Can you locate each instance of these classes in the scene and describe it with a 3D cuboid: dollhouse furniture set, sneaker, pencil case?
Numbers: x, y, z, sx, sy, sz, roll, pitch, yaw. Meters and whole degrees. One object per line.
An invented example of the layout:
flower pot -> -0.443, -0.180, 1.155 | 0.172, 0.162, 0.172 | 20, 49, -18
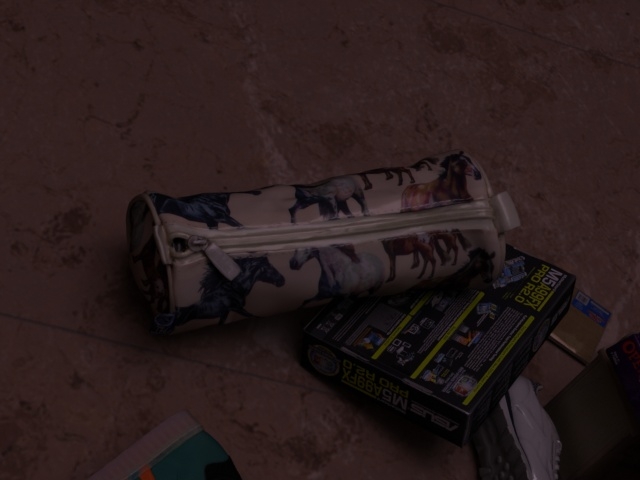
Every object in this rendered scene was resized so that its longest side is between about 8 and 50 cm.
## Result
dollhouse furniture set -> 0.402, 0.201, 1.816 | 0.242, 0.161, 0.212 | -3, 59, -28
sneaker -> 0.234, 0.253, 1.753 | 0.095, 0.090, 0.235 | 12, 54, -30
pencil case -> 0.000, 0.000, 1.697 | 0.410, 0.183, 0.160 | -8, 95, -14
sneaker -> -0.185, 0.286, 1.503 | 0.121, 0.108, 0.302 | 41, 48, 11

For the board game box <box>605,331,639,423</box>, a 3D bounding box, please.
board game box -> 0.468, 0.208, 1.767 | 0.347, 0.056, 0.208 | 6, 59, -50

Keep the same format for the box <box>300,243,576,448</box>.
box -> 0.138, 0.091, 1.784 | 0.216, 0.060, 0.270 | 26, 46, 20

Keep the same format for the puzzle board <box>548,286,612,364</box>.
puzzle board -> 0.297, 0.088, 1.944 | 0.128, 0.011, 0.096 | 35, 48, 0
